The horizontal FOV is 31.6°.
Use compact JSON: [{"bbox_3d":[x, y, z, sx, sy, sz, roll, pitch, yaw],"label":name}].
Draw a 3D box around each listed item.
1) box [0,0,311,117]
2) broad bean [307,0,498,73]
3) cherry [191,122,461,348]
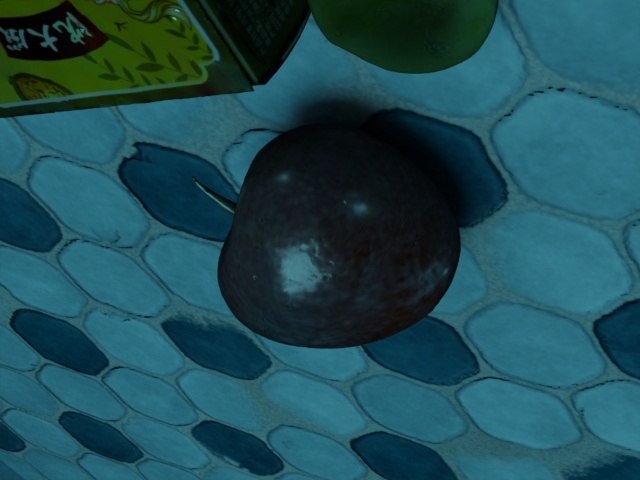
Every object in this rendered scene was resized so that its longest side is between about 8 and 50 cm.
[{"bbox_3d":[-0.261,-0.298,0.944,0.373,0.138,0.420,-2,138,34],"label":"box"},{"bbox_3d":[0.062,-0.211,0.899,0.169,0.100,0.228,25,150,13],"label":"broad bean"},{"bbox_3d":[0.000,0.000,1.132,0.285,0.213,0.236,21,157,-13],"label":"cherry"}]
